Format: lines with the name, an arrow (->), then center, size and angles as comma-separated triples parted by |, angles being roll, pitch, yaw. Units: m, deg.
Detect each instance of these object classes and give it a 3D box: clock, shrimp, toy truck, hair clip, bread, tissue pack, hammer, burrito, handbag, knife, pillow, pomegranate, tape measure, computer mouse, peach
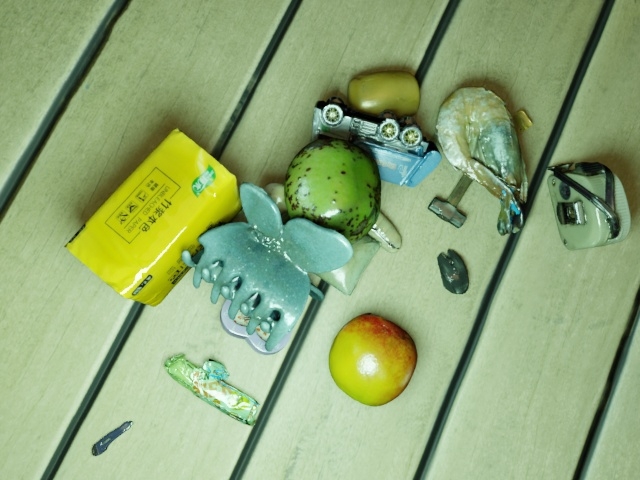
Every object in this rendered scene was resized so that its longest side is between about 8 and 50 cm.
clock -> -0.163, 0.205, 1.443 | 0.198, 0.064, 0.172 | 33, 61, -2
shrimp -> 0.468, -0.230, 1.515 | 0.221, 0.110, 0.446 | -18, 82, -2
toy truck -> 0.148, -0.274, 1.481 | 0.367, 0.146, 0.175 | 16, 113, -2
hair clip -> -0.145, 0.073, 1.287 | 0.318, 0.392, 0.238 | 40, 65, 5
bread -> 0.152, -0.052, 1.523 | 0.073, 0.053, 0.214 | -41, 89, -6
tissue pack -> -0.389, -0.044, 1.343 | 0.228, 0.293, 0.382 | 38, 79, 5
hammer -> 0.453, -0.212, 1.574 | 0.111, 0.043, 0.365 | 33, 83, 0
burrito -> -0.275, 0.378, 1.413 | 0.288, 0.054, 0.104 | 32, 80, -1
handbag -> 0.591, -0.349, 1.627 | 0.083, 0.027, 0.061 | -35, 88, -7
knife -> -0.536, 0.509, 1.385 | 0.121, 0.018, 0.031 | -37, 80, -10
pillow -> 0.000, 0.000, 1.485 | 0.302, 0.075, 0.185 | 33, 75, 1
pomegranate -> -0.018, -0.113, 1.365 | 0.340, 0.285, 0.285 | -3, 82, 17
tape measure -> 0.744, -0.114, 1.507 | 0.133, 0.231, 0.271 | -9, 83, -5
bread -> 0.188, -0.423, 1.558 | 0.217, 0.098, 0.147 | -12, 87, -7
computer mouse -> 0.382, 0.090, 1.532 | 0.079, 0.047, 0.135 | -20, 83, -10
peach -> 0.135, 0.306, 1.395 | 0.231, 0.231, 0.231 | 1, 82, -6
